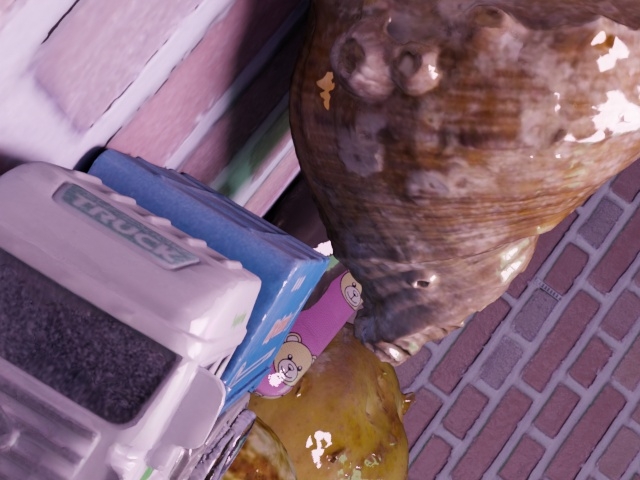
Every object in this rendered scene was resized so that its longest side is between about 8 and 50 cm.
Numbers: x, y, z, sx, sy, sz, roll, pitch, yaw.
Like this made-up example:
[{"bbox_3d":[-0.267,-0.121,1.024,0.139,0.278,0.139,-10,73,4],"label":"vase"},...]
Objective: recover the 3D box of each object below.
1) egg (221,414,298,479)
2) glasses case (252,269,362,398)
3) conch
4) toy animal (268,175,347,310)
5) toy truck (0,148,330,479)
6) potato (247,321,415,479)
[{"bbox_3d":[-0.156,0.293,0.897,0.289,0.238,0.238,-36,165,-33],"label":"egg"},{"bbox_3d":[-0.025,0.105,1.314,0.316,0.123,0.076,-49,177,-37],"label":"glasses case"},{"bbox_3d":[0.068,-0.094,0.585,0.352,0.210,0.297,-53,-161,22],"label":"conch"},{"bbox_3d":[-0.038,0.030,0.936,0.343,0.106,0.168,-47,172,-22],"label":"toy animal"},{"bbox_3d":[-0.098,0.055,0.487,0.175,0.146,0.367,-61,176,3],"label":"toy truck"},{"bbox_3d":[0.006,0.320,1.591,0.442,0.385,0.319,-65,176,-68],"label":"potato"}]
